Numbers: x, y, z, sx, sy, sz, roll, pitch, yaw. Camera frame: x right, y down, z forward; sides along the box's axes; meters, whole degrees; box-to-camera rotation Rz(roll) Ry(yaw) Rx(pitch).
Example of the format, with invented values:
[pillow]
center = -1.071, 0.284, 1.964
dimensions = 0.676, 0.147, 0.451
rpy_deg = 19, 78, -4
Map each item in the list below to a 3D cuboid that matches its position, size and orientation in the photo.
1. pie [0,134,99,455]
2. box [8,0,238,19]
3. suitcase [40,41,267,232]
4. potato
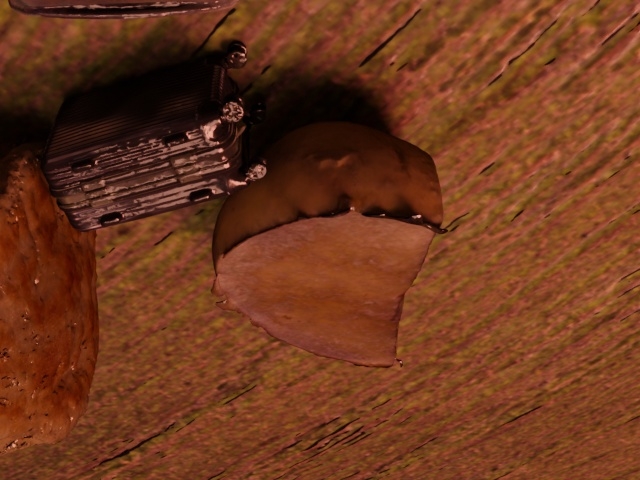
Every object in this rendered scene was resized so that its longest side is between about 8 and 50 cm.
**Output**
[pie]
center = -0.182, 0.036, 0.592
dimensions = 0.079, 0.193, 0.163
rpy_deg = -7, 136, 21
[box]
center = -0.092, -0.203, 0.411
dimensions = 0.120, 0.069, 0.224
rpy_deg = -2, 139, -7
[suitcase]
center = -0.096, -0.058, 0.572
dimensions = 0.126, 0.086, 0.059
rpy_deg = -14, 125, 8
[potato]
center = 0.000, 0.000, 0.651
dimensions = 0.138, 0.098, 0.243
rpy_deg = 3, 152, -2
